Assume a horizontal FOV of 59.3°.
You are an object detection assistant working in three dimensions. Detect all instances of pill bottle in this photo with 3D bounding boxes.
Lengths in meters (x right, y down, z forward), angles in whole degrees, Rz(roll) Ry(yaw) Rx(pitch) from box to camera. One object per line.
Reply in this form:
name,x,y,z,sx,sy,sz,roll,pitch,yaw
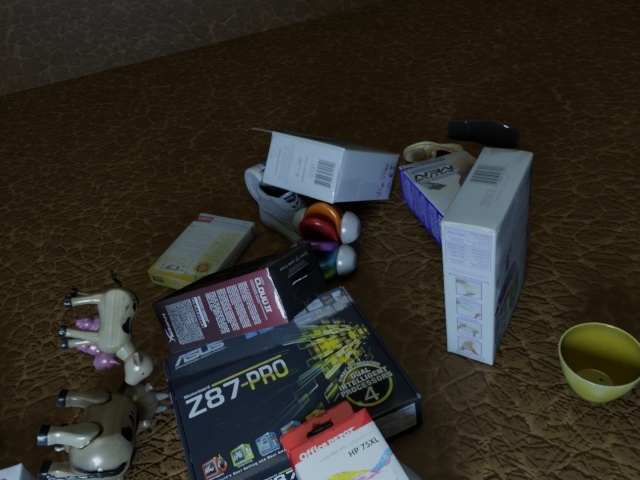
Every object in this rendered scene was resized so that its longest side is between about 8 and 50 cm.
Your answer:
pill bottle,-0.106,-0.185,1.567,0.187,0.112,0.112,-31,44,-26

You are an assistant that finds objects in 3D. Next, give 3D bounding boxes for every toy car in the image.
toy car,0.000,0.000,1.276,0.159,0.136,0.182,6,87,17

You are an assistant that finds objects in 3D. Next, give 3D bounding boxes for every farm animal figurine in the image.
farm animal figurine,-0.348,0.268,0.945,0.172,0.330,0.326,4,34,-10

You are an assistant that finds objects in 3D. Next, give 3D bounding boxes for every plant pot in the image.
plant pot,0.474,0.222,0.964,0.134,0.095,0.134,-6,40,5

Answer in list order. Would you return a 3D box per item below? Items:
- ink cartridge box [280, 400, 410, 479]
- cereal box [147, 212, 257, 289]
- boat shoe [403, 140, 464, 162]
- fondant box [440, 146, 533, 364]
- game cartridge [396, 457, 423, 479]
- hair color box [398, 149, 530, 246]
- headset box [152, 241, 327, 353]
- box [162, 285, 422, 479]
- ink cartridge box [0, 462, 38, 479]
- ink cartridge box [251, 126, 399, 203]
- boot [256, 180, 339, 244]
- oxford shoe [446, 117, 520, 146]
ink cartridge box,0.043,0.344,0.815,0.134,0.078,0.231,-25,56,-16
cereal box,-0.290,0.029,1.407,0.173,0.047,0.240,11,44,24
boat shoe,0.317,-0.239,1.573,0.170,0.063,0.059,-2,35,10
fondant box,0.312,0.031,1.044,0.096,0.330,0.238,12,45,29
game cartridge,0.106,0.448,0.816,0.198,0.062,0.297,-31,44,-17
hair color box,0.325,-0.098,1.324,0.185,0.110,0.339,-15,30,-4
headset box,-0.138,0.104,1.102,0.293,0.110,0.218,-18,6,23
box,-0.062,0.274,1.026,0.395,0.097,0.318,-21,37,-12
ink cartridge box,-0.584,0.506,0.846,0.306,0.131,0.226,-18,40,-6
ink cartridge box,0.007,-0.192,1.419,0.272,0.130,0.309,20,15,29
boot,-0.067,-0.067,1.409,0.258,0.123,0.095,23,51,34
oxford shoe,0.482,-0.328,1.638,0.212,0.076,0.076,20,38,31
